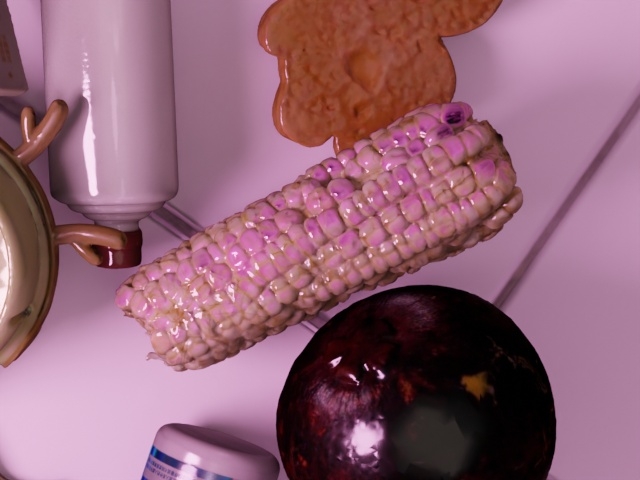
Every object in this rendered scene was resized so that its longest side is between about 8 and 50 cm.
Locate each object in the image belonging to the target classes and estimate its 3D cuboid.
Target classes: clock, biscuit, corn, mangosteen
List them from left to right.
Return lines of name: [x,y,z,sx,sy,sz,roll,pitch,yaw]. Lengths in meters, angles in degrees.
clock: [-0.311,0.007,1.516,0.308,0.096,0.235,-23,99,7]
corn: [-0.001,-0.002,1.576,0.335,0.126,0.126,-26,101,-4]
biscuit: [0.051,-0.204,1.636,0.202,0.044,0.288,15,94,-14]
mangosteen: [0.088,0.163,1.605,0.228,0.228,0.265,-40,131,-6]

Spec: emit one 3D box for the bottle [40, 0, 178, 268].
bottle: [-0.166,-0.099,1.568,0.104,0.104,0.245,-3,97,-12]

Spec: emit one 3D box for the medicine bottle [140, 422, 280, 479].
medicine bottle: [-0.109,0.253,1.615,0.107,0.107,0.191,17,92,-13]

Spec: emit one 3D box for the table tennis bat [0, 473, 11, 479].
table tennis bat: [-0.247,0.242,1.629,0.130,0.019,0.220,-31,103,-9]

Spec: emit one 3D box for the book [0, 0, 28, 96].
book: [-0.332,-0.207,1.431,0.020,0.295,0.207,-19,83,29]
